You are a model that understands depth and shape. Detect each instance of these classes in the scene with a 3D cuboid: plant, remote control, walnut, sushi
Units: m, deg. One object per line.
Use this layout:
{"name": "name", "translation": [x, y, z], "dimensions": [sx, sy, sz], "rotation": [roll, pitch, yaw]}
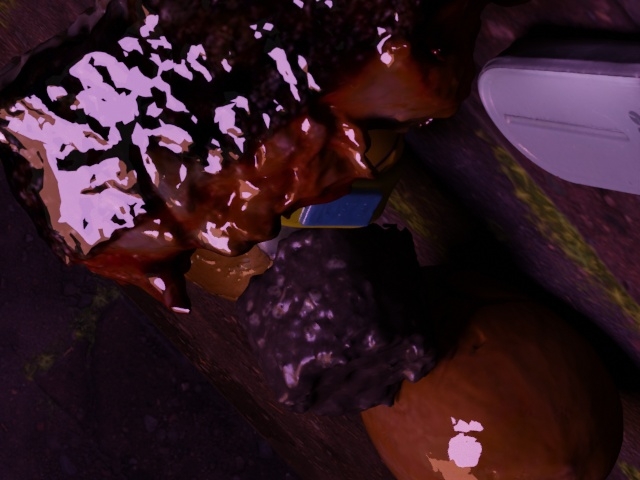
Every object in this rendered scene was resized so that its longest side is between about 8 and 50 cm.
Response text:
{"name": "plant", "translation": [-0.001, 0.000, 1.121], "dimensions": [0.146, 0.149, 0.274], "rotation": [33, -145, -48]}
{"name": "remote control", "translation": [0.185, -0.071, 0.802], "dimensions": [0.104, 0.052, 0.247], "rotation": [52, 162, -29]}
{"name": "walnut", "translation": [0.122, 0.124, 1.189], "dimensions": [0.298, 0.203, 0.203], "rotation": [32, 160, 44]}
{"name": "sushi", "translation": [-0.030, -0.114, 0.816], "dimensions": [0.182, 0.343, 0.196], "rotation": [53, -159, -17]}

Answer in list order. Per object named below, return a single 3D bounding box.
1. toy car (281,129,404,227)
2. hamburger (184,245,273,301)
{"name": "toy car", "translation": [-0.035, -0.119, 1.004], "dimensions": [0.248, 0.200, 0.142], "rotation": [46, 123, 35]}
{"name": "hamburger", "translation": [-0.136, -0.055, 1.477], "dimensions": [0.265, 0.134, 0.285], "rotation": [29, 160, 48]}
